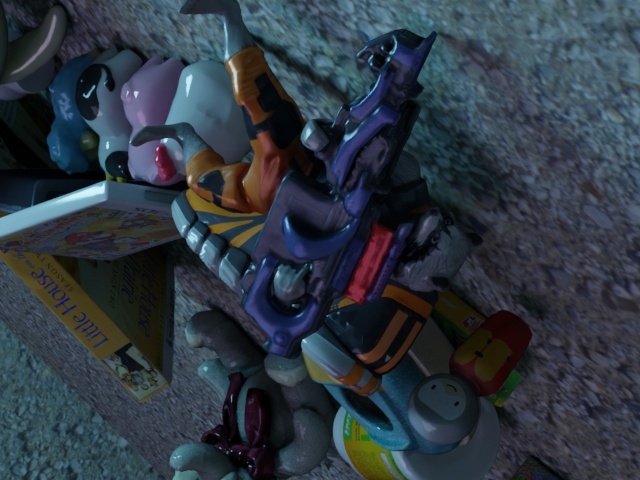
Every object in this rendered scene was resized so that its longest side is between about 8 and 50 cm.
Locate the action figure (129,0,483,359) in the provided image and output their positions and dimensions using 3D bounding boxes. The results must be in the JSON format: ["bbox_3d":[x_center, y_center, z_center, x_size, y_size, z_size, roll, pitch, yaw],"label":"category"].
[{"bbox_3d":[0.010,-0.088,1.435,0.330,0.178,0.341,42,125,12],"label":"action figure"}]

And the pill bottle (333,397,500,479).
[{"bbox_3d":[0.104,0.230,1.969,0.136,0.136,0.246,45,162,-11],"label":"pill bottle"}]

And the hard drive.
[{"bbox_3d":[-0.261,-0.053,1.971,0.255,0.054,0.172,1,-173,-35],"label":"hard drive"}]

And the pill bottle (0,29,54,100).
[{"bbox_3d":[-0.405,-0.218,2.035,0.160,0.087,0.087,7,143,41],"label":"pill bottle"}]

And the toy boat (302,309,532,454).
[{"bbox_3d":[0.079,0.131,1.672,0.267,0.148,0.318,50,157,-19],"label":"toy boat"}]

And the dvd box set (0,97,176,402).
[{"bbox_3d":[-0.342,-0.017,2.179,0.420,0.062,0.307,51,-164,-26],"label":"dvd box set"}]

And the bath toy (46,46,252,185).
[{"bbox_3d":[-0.182,-0.118,1.760,0.151,0.129,0.348,47,161,-28],"label":"bath toy"}]

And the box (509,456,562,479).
[{"bbox_3d":[0.304,0.450,2.013,0.290,0.177,0.279,37,163,14],"label":"box"}]

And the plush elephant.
[{"bbox_3d":[-0.112,0.301,2.387,0.272,0.255,0.330,23,155,45],"label":"plush elephant"}]

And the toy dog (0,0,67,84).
[{"bbox_3d":[-0.488,-0.278,1.745,0.395,0.284,0.408,7,148,3],"label":"toy dog"}]

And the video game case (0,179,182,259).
[{"bbox_3d":[-0.237,-0.019,1.832,0.227,0.026,0.206,-16,165,39],"label":"video game case"}]

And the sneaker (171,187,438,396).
[{"bbox_3d":[0.000,0.000,1.607,0.321,0.180,0.124,39,-178,34],"label":"sneaker"}]

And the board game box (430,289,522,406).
[{"bbox_3d":[0.109,0.075,1.760,0.259,0.039,0.124,41,160,10],"label":"board game box"}]
